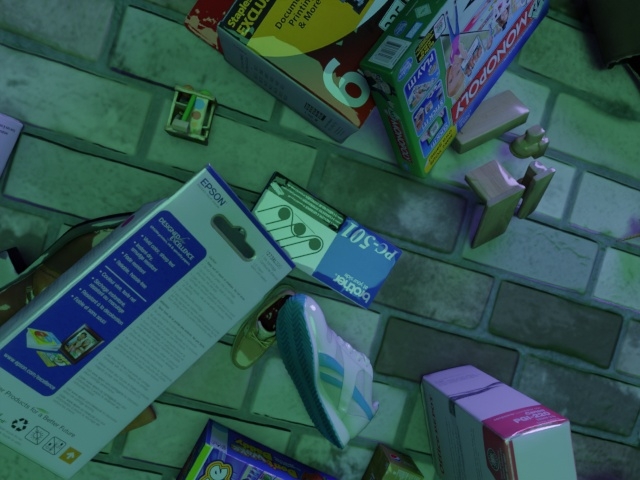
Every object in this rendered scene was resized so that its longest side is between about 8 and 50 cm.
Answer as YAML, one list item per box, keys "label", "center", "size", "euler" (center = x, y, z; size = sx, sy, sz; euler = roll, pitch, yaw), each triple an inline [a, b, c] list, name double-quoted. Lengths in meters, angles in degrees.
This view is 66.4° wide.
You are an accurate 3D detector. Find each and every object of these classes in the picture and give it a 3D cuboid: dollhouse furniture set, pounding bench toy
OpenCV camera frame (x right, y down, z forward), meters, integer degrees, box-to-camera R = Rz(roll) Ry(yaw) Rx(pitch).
- label: "dollhouse furniture set"
  center: [0.252, -0.103, 0.722]
  size: [0.144, 0.123, 0.151]
  euler: [-26, 62, -7]
- label: "pounding bench toy"
  center: [-0.164, -0.164, 0.623]
  size: [0.052, 0.083, 0.065]
  euler: [15, 91, -9]

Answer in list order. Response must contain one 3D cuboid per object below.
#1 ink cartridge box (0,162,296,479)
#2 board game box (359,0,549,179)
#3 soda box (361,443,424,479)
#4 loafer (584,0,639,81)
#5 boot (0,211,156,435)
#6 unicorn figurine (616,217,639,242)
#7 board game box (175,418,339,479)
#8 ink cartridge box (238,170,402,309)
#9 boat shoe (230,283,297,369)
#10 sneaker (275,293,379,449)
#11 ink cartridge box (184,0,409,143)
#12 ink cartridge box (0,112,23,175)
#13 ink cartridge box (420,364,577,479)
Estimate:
- label: "ink cartridge box"
  center: [-0.220, 0.091, 0.573]
  size: [0.371, 0.069, 0.176]
  euler: [-42, 118, -6]
- label: "board game box"
  center: [0.185, -0.258, 0.609]
  size: [0.046, 0.213, 0.317]
  euler: [32, 82, 31]
- label: "soda box"
  center: [0.077, 0.395, 0.702]
  size: [0.058, 0.061, 0.181]
  euler: [27, 89, -9]
- label: "loafer"
  center: [0.458, -0.314, 0.689]
  size: [0.366, 0.134, 0.130]
  euler: [41, 86, -9]
- label: "boot"
  center: [-0.274, 0.119, 0.620]
  size: [0.264, 0.096, 0.281]
  euler: [-24, 103, -20]
- label: "unicorn figurine"
  center: [0.551, -0.055, 0.755]
  size: [0.161, 0.060, 0.111]
  euler: [-3, 93, -9]
- label: "board game box"
  center: [-0.135, 0.458, 0.664]
  size: [0.233, 0.078, 0.347]
  euler: [29, 88, -9]
- label: "ink cartridge box"
  center: [0.000, 0.000, 0.677]
  size: [0.207, 0.046, 0.097]
  euler: [32, 89, -10]
- label: "boat shoe"
  center: [-0.078, 0.120, 0.671]
  size: [0.050, 0.045, 0.135]
  euler: [32, 88, -9]
- label: "sneaker"
  center: [0.011, 0.165, 0.661]
  size: [0.092, 0.087, 0.229]
  euler: [-31, 115, -29]
- label: "ink cartridge box"
  center: [0.012, -0.333, 0.620]
  size: [0.271, 0.130, 0.310]
  euler: [33, 88, -8]
- label: "ink cartridge box"
  center: [-0.512, -0.060, 0.557]
  size: [0.198, 0.115, 0.273]
  euler: [23, 89, -9]
- label: "ink cartridge box"
  center: [0.225, 0.275, 0.641]
  size: [0.092, 0.218, 0.159]
  euler: [-11, 95, -14]
